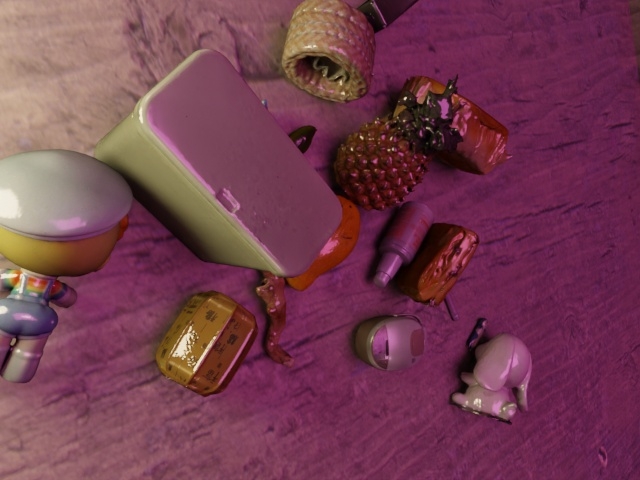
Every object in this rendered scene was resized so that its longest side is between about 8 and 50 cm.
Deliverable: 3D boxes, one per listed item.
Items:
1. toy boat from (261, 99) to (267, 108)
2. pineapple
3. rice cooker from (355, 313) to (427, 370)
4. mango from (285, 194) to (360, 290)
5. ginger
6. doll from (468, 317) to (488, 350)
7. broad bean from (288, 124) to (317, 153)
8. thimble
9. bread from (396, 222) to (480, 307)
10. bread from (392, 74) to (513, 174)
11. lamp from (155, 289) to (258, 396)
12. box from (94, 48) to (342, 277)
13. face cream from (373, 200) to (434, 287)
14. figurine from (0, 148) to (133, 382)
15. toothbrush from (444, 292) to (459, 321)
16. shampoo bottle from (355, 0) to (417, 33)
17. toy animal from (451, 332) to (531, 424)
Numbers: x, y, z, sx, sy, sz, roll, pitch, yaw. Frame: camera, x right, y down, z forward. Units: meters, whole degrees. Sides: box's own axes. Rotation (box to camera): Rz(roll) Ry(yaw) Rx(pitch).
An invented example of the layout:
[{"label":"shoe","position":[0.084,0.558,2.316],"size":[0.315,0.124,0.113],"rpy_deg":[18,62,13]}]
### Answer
[{"label":"toy boat","position":[-0.178,-0.254,1.041],"size":[0.173,0.069,0.058],"rpy_deg":[-36,118,-26]},{"label":"pineapple","position":[0.205,-0.228,1.140],"size":[0.223,0.357,0.223],"rpy_deg":[22,50,-29]},{"label":"rice cooker","position":[0.186,0.265,1.272],"size":[0.206,0.127,0.145],"rpy_deg":[-2,91,-40]},{"label":"mango","position":[0.004,-0.001,1.145],"size":[0.157,0.109,0.262],"rpy_deg":[47,61,-23]},{"label":"ginger","position":[-0.108,0.146,1.087],"size":[0.089,0.075,0.288],"rpy_deg":[-4,87,-65]},{"label":"doll","position":[0.512,0.304,1.571],"size":[0.125,0.027,0.037],"rpy_deg":[-53,125,-25]},{"label":"broad bean","position":[-0.091,-0.196,1.120],"size":[0.254,0.046,0.065],"rpy_deg":[-40,113,-29]},{"label":"thimble","position":[0.027,-0.435,1.117],"size":[0.229,0.196,0.148],"rpy_deg":[19,77,-34]},{"label":"bread","position":[0.304,0.057,1.306],"size":[0.099,0.210,0.235],"rpy_deg":[31,89,-12]},{"label":"bread","position":[0.369,-0.327,1.365],"size":[0.389,0.236,0.183],"rpy_deg":[22,92,-43]},{"label":"lamp","position":[-0.220,0.202,0.954],"size":[0.161,0.161,0.185],"rpy_deg":[41,70,-29]},{"label":"box","position":[-0.193,-0.107,0.858],"size":[0.352,0.344,0.177],"rpy_deg":[49,64,-26]},{"label":"face cream","position":[0.214,0.016,1.308],"size":[0.101,0.101,0.251],"rpy_deg":[44,65,-27]},{"label":"figurine","position":[-0.429,0.044,0.777],"size":[0.225,0.205,0.381],"rpy_deg":[5,94,-30]},{"label":"toothbrush","position":[0.357,0.097,1.458],"size":[0.024,0.029,0.354],"rpy_deg":[-31,108,-17]},{"label":"shampoo bottle","position":[0.180,-0.636,1.306],"size":[0.246,0.079,0.080],"rpy_deg":[-47,114,-27]},{"label":"toy animal","position":[0.549,0.434,1.506],"size":[0.249,0.174,0.289],"rpy_deg":[4,88,-37]}]
